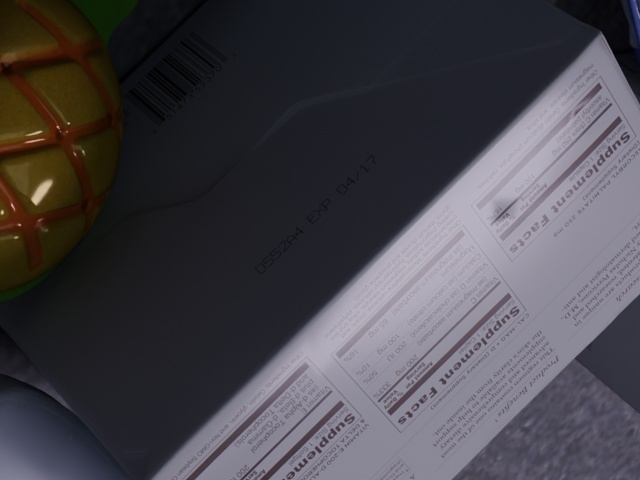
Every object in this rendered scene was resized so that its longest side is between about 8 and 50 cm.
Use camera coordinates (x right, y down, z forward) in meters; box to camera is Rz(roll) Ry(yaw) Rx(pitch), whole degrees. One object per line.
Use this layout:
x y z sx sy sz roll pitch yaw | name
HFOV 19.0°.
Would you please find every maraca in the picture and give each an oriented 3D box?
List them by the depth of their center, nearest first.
-0.133 -0.064 0.813 0.127 0.099 0.185 26 75 -48 | maraca

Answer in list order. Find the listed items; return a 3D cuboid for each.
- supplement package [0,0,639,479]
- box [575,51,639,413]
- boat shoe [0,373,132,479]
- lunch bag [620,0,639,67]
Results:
0.000 0.000 0.879 0.262 0.204 0.145 -44 134 -5 | supplement package
0.232 0.006 1.084 0.119 0.182 0.181 -10 124 -31 | box
-0.144 0.202 0.939 0.136 0.156 0.367 -40 128 -26 | boat shoe
0.255 -0.198 0.917 0.115 0.243 0.303 -71 153 -42 | lunch bag
